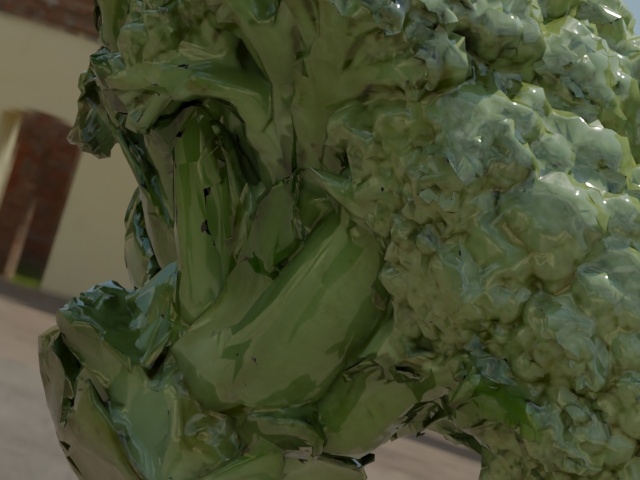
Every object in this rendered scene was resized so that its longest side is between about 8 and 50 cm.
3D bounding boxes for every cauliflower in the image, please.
[{"bbox_3d":[0.000,0.000,0.505,0.272,0.250,0.275,43,5,-11],"label":"cauliflower"}]
